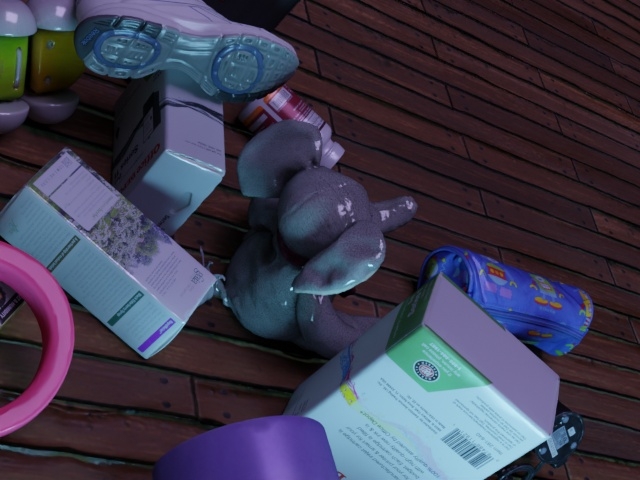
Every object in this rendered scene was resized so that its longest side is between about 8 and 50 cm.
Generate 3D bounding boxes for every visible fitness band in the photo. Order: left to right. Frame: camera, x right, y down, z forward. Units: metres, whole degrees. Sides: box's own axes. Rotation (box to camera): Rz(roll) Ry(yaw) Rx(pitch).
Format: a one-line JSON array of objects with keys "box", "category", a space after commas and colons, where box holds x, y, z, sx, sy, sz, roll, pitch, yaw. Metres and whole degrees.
[{"box": [-0.381, 0.086, 1.091, 0.291, 0.054, 0.209, 15, 61, -26], "category": "fitness band"}]

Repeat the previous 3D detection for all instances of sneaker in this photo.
[{"box": [-0.158, -0.256, 1.383, 0.297, 0.111, 0.129, 11, 44, -34], "category": "sneaker"}]

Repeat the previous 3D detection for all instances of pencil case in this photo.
[{"box": [0.287, 0.098, 1.751, 0.306, 0.119, 0.133, 16, 24, -36], "category": "pencil case"}]

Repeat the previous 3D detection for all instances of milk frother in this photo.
[{"box": [0.276, 0.274, 1.617, 0.143, 0.129, 0.135, -16, 29, -21], "category": "milk frother"}]

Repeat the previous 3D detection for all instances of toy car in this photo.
[{"box": [-0.375, -0.224, 1.369, 0.136, 0.159, 0.182, 25, 28, 28], "category": "toy car"}]

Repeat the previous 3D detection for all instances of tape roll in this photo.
[{"box": [-0.075, 0.258, 1.187, 0.189, 0.189, 0.080, 9, 52, -41], "category": "tape roll"}]

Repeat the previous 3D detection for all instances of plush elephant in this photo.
[{"box": [0.000, 0.000, 1.435, 0.330, 0.255, 0.271, 2, 57, -44], "category": "plush elephant"}]

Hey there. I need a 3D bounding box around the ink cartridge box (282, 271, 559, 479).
[{"box": [0.111, 0.201, 1.355, 0.201, 0.278, 0.117, 41, 34, -10], "category": "ink cartridge box"}]

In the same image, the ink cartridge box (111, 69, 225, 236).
[{"box": [-0.194, -0.131, 1.442, 0.087, 0.153, 0.208, 20, 45, -29], "category": "ink cartridge box"}]

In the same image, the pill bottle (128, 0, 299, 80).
[{"box": [-0.129, -0.369, 1.540, 0.210, 0.363, 0.210, 26, 42, -27], "category": "pill bottle"}]

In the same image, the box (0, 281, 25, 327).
[{"box": [-0.409, 0.002, 1.184, 0.232, 0.058, 0.087, 43, 39, -7], "category": "box"}]

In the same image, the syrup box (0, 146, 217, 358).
[{"box": [-0.246, 0.016, 1.306, 0.237, 0.096, 0.093, 43, 39, -9], "category": "syrup box"}]

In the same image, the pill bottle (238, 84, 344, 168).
[{"box": [-0.041, -0.161, 1.680, 0.152, 0.086, 0.086, 43, 37, -9], "category": "pill bottle"}]
